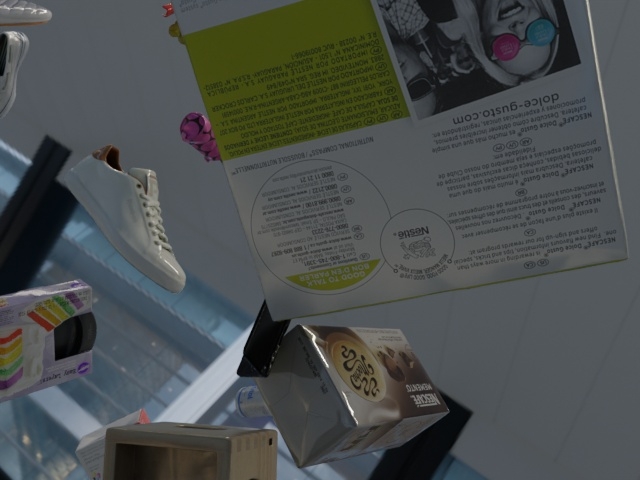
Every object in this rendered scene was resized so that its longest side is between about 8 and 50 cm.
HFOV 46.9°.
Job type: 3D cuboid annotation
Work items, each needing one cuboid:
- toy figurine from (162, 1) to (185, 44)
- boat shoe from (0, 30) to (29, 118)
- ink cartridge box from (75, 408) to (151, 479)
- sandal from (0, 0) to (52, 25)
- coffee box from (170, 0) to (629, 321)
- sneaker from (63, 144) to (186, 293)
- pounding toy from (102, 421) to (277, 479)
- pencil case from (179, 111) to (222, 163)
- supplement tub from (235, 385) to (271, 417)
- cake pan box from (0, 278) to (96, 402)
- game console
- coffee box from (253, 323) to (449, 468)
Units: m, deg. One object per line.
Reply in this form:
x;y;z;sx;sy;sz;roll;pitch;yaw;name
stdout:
-0.175;-0.548;1.815;0.363;0.217;0.191;29;-51;5;toy figurine
-0.777;-0.400;1.769;0.083;0.076;0.226;25;-75;13;boat shoe
-0.306;0.398;1.226;0.067;0.115;0.198;-137;-158;-79;ink cartridge box
-0.455;-0.250;0.893;0.102;0.265;0.076;32;-57;42;sandal
0.095;-0.149;0.781;0.338;0.337;0.334;-12;-74;14;coffee box
-0.299;-0.045;1.217;0.290;0.123;0.106;48;0;13;sneaker
-0.087;0.265;0.622;0.181;0.205;0.094;-3;-10;24;pounding toy
-0.336;-0.296;2.144;0.095;0.098;0.209;55;5;20;pencil case
-0.130;0.358;1.645;0.107;0.071;0.071;-15;-63;32;supplement tub
-0.665;0.234;1.744;0.070;0.267;0.245;25;-64;39;cake pan box
-0.084;0.116;0.997;0.071;0.122;0.107;37;-29;-27;game console
0.052;0.230;1.124;0.119;0.297;0.168;-42;-118;22;coffee box
